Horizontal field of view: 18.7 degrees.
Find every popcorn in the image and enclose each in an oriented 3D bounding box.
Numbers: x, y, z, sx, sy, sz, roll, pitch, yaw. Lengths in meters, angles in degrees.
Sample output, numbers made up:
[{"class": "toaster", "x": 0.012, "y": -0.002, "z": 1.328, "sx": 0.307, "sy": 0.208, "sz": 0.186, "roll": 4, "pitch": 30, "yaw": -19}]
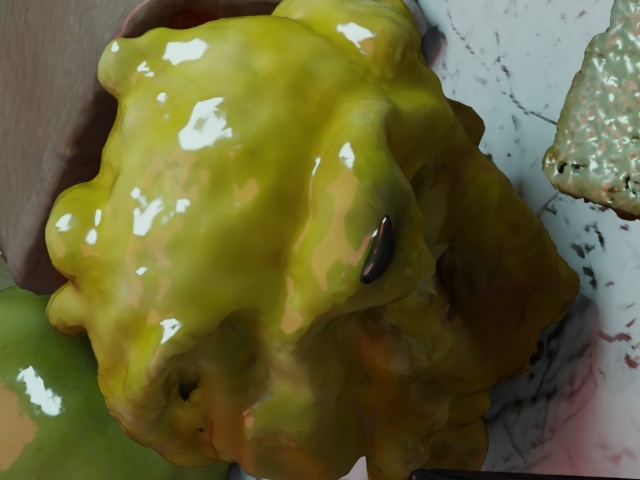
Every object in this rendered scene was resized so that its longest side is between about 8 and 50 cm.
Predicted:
[{"class": "popcorn", "x": 0.000, "y": 0.000, "z": 1.134, "sx": 0.281, "sy": 0.316, "sz": 0.297, "roll": -163, "pitch": 87, "yaw": -76}]

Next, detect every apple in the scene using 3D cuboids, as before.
[{"class": "apple", "x": -0.204, "y": 0.158, "z": 1.496, "sx": 0.279, "sy": 0.279, "sz": 0.279, "roll": -16, "pitch": 70, "yaw": 55}]

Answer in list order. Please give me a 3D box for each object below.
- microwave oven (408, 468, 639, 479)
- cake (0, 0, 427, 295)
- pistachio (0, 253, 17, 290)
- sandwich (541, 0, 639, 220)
[{"class": "microwave oven", "x": 0.139, "y": 0.241, "z": 0.980, "sx": 0.178, "sy": 0.188, "sz": 0.247, "roll": 3, "pitch": 86, "yaw": 57}, {"class": "cake", "x": -0.103, "y": -0.117, "z": 1.385, "sx": 0.309, "sy": 0.237, "sz": 0.230, "roll": -62, "pitch": 36, "yaw": 31}, {"class": "pistachio", "x": -0.306, "y": 0.077, "z": 1.773, "sx": 0.206, "sy": 0.131, "sz": 0.129, "roll": 38, "pitch": 160, "yaw": 48}, {"class": "sandwich", "x": 0.246, "y": -0.119, "z": 0.976, "sx": 0.249, "sy": 0.095, "sz": 0.273, "roll": 25, "pitch": 104, "yaw": 52}]
